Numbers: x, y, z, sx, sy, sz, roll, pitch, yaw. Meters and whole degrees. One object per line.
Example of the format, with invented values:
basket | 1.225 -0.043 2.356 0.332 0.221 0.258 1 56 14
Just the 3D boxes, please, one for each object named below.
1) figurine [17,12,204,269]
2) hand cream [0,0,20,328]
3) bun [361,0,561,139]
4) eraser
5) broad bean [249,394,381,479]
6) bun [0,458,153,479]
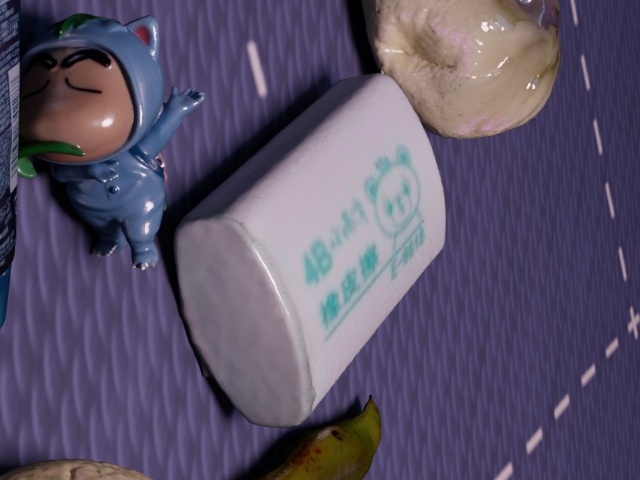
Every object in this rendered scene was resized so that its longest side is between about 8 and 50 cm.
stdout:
figurine | -0.157 -0.061 0.955 0.144 0.114 0.178 -40 128 -49
hand cream | -0.204 -0.069 0.821 0.120 0.061 0.271 -65 167 -66
bun | 0.152 -0.229 1.380 0.273 0.168 0.273 29 55 -52
eraser | 0.000 0.000 1.182 0.290 0.104 0.189 -47 121 -49
broad bean | -0.023 0.211 1.158 0.339 0.061 0.077 -36 124 -51
bun | -0.147 0.262 0.892 0.244 0.153 0.244 -3 94 -55
